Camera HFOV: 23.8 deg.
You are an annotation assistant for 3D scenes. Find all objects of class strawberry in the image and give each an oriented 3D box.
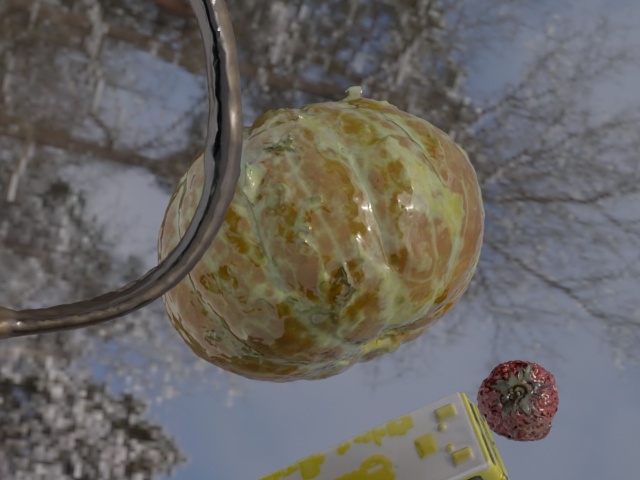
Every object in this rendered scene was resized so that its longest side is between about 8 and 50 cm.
[{"bbox_3d":[0.200,0.166,1.512,0.096,0.083,0.083,87,-13,-53],"label":"strawberry"}]

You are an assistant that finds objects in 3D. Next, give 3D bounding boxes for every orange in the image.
[{"bbox_3d":[0.000,0.000,1.479,0.329,0.329,0.249,-31,-104,46],"label":"orange"}]

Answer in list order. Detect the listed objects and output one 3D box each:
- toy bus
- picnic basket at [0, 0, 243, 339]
[{"bbox_3d":[0.029,0.200,1.163,0.226,0.074,0.081,-23,-125,8],"label":"toy bus"},{"bbox_3d":[-0.196,-0.084,0.877,0.337,0.337,0.293,1,-87,55],"label":"picnic basket"}]
